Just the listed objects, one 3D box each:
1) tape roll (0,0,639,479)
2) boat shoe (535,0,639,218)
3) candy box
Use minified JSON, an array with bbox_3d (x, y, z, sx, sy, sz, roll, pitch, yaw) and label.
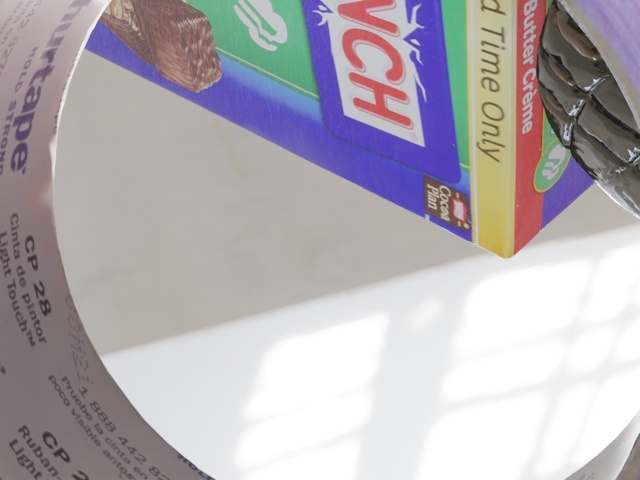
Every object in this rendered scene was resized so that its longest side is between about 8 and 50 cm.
[{"bbox_3d":[0.000,0.000,0.464,0.090,0.275,0.274,-33,-67,-70],"label":"tape roll"},{"bbox_3d":[0.183,-0.103,0.646,0.122,0.120,0.324,50,155,6],"label":"boat shoe"},{"bbox_3d":[-0.004,-0.173,0.883,0.317,0.122,0.268,27,142,29],"label":"candy box"}]
